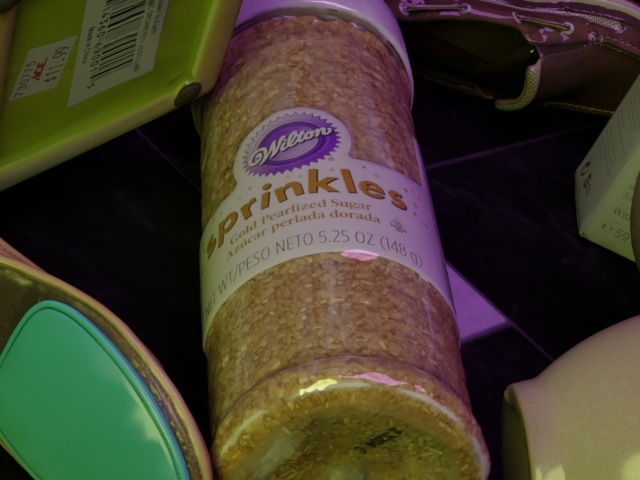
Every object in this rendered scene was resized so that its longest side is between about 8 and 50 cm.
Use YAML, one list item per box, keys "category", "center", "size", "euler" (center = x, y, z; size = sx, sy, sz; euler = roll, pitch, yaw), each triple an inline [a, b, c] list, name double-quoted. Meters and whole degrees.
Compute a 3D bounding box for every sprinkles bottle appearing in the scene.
- category: "sprinkles bottle"
  center: [0.000, 0.000, 0.916]
  size: [0.121, 0.121, 0.355]
  euler: [19, 32, -18]

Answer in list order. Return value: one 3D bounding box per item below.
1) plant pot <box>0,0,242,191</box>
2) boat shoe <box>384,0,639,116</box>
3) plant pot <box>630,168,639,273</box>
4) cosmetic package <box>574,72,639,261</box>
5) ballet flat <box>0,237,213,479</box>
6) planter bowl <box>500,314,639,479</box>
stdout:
- category: "plant pot"
  center: [-0.152, -0.159, 0.881]
  size: [0.227, 0.228, 0.207]
  euler: [-28, 66, -32]
- category: "boat shoe"
  center: [0.133, -0.118, 1.255]
  size: [0.257, 0.095, 0.095]
  euler: [15, 47, -13]
- category: "plant pot"
  center: [0.312, 0.030, 0.993]
  size: [0.323, 0.323, 0.280]
  euler: [12, 20, -28]
- category: "cosmetic package"
  center: [0.262, -0.086, 1.160]
  size: [0.117, 0.231, 0.085]
  euler: [23, 31, -10]
- category: "ballet flat"
  center: [-0.124, 0.037, 0.802]
  size: [0.232, 0.080, 0.073]
  euler: [39, 18, 13]
- category: "planter bowl"
  center: [0.141, 0.110, 0.863]
  size: [0.109, 0.162, 0.162]
  euler: [-4, 36, -3]
